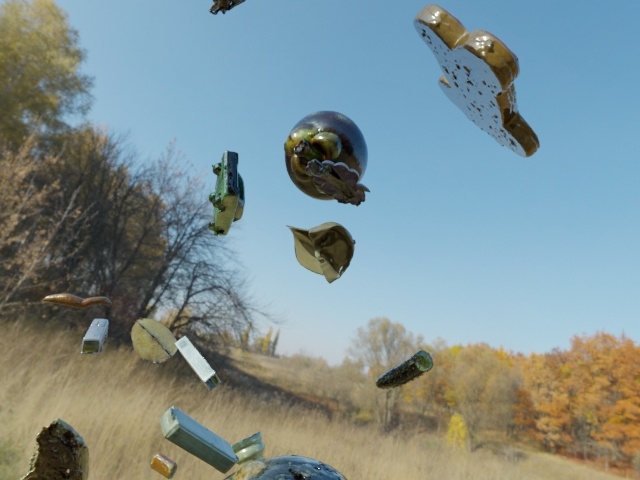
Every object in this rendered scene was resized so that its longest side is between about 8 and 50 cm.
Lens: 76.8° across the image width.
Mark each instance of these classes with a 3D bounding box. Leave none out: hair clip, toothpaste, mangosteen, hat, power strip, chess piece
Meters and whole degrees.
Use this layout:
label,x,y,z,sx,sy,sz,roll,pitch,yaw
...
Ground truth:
label,x,y,z,sx,sy,sz,roll,pitch,yaw
hair clip,0.047,-0.147,1.058,0.195,0.052,0.124,35,-34,-31
toothpaste,-0.307,0.301,1.001,0.164,0.034,0.046,31,-34,40
mangosteen,0.021,-0.295,1.424,0.330,0.330,0.330,15,-18,5
hat,0.000,0.000,1.060,0.173,0.144,0.166,-123,-166,-55
power strip,-0.314,0.519,1.046,0.078,0.052,0.272,31,-19,54
chess piece,-0.239,0.853,1.488,0.133,0.243,0.133,-22,-22,-9

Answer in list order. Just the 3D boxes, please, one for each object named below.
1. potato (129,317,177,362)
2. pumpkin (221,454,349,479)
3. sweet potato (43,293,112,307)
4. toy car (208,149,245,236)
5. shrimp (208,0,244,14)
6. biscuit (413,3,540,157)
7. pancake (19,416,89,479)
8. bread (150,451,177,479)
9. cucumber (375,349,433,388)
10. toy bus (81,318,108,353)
label,x,y,z,sx,sy,sz,roll,pitch,yaw
potato,-0.498,0.315,1.242,0.172,0.101,0.089,33,19,17
pumpkin,-0.106,0.659,0.862,0.454,0.344,0.454,-13,-19,-5
sweet potato,-0.723,0.182,1.207,0.179,0.044,0.044,8,-14,-25
toy car,-0.272,-0.119,1.179,0.097,0.142,0.321,1,-20,-18
shrimp,-0.142,-0.448,0.660,0.101,0.190,0.042,23,-10,-19
biscuit,0.386,-0.395,0.993,0.076,0.368,0.394,-41,-41,14
pancake,-0.835,0.696,1.225,0.057,0.244,0.266,12,-50,54
bread,-0.468,0.671,1.205,0.083,0.047,0.036,11,-29,27
cucumber,0.302,0.492,1.486,0.081,0.072,0.303,28,-43,-6
toy bus,-0.798,0.340,1.431,0.064,0.075,0.190,6,11,-20
